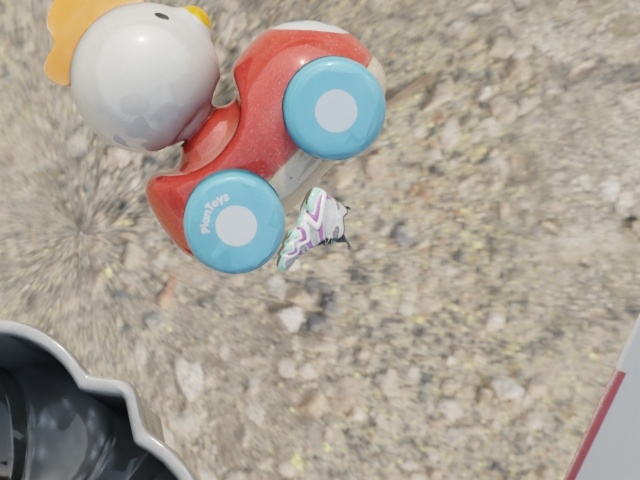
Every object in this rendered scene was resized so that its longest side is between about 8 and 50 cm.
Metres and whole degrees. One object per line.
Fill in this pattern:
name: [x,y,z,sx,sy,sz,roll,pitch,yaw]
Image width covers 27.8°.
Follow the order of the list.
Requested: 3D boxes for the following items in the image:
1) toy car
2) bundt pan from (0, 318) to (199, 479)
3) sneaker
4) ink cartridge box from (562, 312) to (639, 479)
toy car: [-0.094,-0.121,0.981,0.238,0.219,0.210,41,95,-10]
bundt pan: [-0.191,0.206,0.702,0.330,0.124,0.331,-2,81,11]
sneaker: [0.000,0.000,1.368,0.069,0.038,0.098,28,87,-11]
ink cartridge box: [0.352,0.041,0.782,0.384,0.279,0.160,-29,57,-31]
